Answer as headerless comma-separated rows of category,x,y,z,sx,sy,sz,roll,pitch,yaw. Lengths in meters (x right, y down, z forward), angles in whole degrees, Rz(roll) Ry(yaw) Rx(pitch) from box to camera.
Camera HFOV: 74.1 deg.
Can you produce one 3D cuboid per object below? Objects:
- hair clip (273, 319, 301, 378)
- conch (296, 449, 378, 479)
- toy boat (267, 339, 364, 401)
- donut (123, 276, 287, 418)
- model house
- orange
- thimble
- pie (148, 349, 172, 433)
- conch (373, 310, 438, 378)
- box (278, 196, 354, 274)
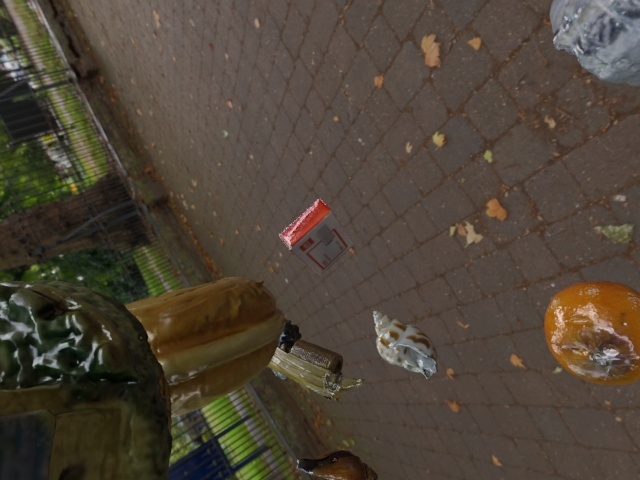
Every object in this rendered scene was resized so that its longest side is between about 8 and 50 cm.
hair clip,-0.192,0.354,1.473,0.311,0.206,0.194,6,165,21
conch,0.053,0.555,1.034,0.233,0.080,0.086,39,-165,-16
toy boat,-0.025,0.345,1.175,0.311,0.115,0.089,15,167,36
donut,-0.265,0.192,0.810,0.449,0.450,0.197,-14,89,67
model house,-0.313,0.136,0.285,0.266,0.322,0.260,58,-157,-72
orange,0.585,0.194,0.887,0.224,0.170,0.223,14,120,26
thimble,0.472,-0.354,0.616,0.217,0.246,0.157,54,155,12
pie,-0.227,0.224,0.488,0.179,0.084,0.205,121,148,-77
conch,0.288,0.358,1.486,0.275,0.148,0.182,32,133,-3
box,0.000,0.000,0.970,0.050,0.123,0.229,48,179,26
